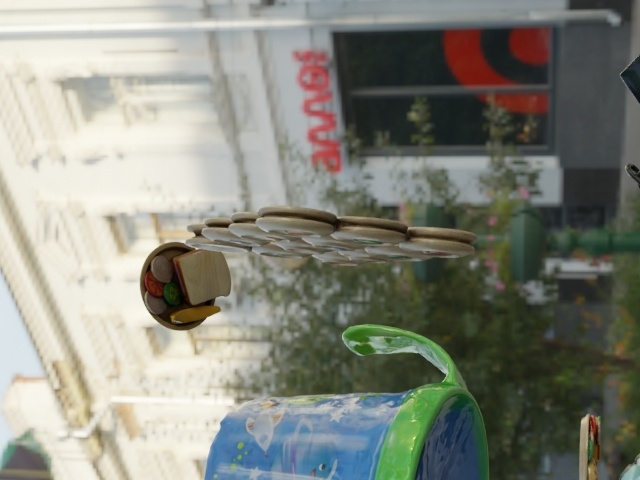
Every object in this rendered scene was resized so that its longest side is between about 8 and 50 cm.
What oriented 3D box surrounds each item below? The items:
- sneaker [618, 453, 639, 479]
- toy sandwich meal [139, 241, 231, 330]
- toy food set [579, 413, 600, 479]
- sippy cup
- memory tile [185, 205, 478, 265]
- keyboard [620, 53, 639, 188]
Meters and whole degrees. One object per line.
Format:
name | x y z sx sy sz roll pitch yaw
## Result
sneaker | 0.288 0.259 0.856 0.110 0.122 0.283 -48 -45 -6
toy sandwich meal | -0.114 0.037 1.030 0.085 0.029 0.085 9 -105 -38
toy food set | 0.284 0.222 1.271 0.083 0.020 0.082 -19 -70 -74
sippy cup | 0.018 0.241 1.131 0.305 0.224 0.240 -44 -48 -55
memory tile | 0.000 0.000 0.616 0.148 0.113 0.012 172 105 -66
keyboard | 0.191 -0.009 0.530 0.192 0.038 0.100 61 144 20
